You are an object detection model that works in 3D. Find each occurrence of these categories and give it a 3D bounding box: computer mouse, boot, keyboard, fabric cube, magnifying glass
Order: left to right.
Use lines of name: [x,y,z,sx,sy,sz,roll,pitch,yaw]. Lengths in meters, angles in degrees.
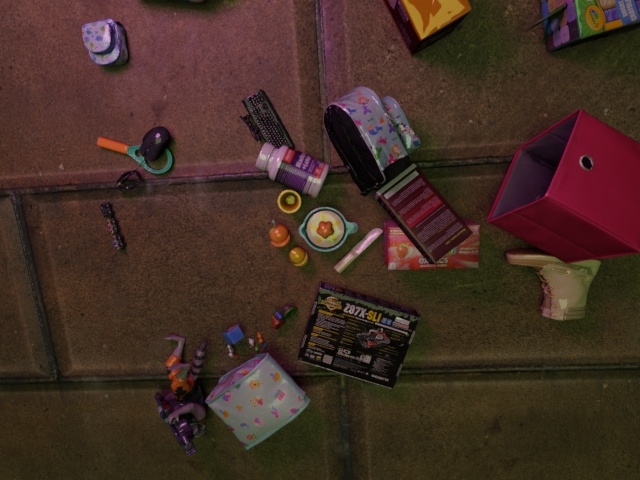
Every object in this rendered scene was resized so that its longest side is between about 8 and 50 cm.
magnifying glass: [-0.556,-0.266,1.297,0.231,0.026,0.092,17,104,1]
computer mouse: [-0.530,-0.238,1.270,0.071,0.041,0.242,40,103,-7]
keyboard: [-0.163,-0.331,1.246,0.100,0.038,0.191,-29,98,10]
boot: [0.665,0.129,1.262,0.262,0.095,0.203,5,104,-1]
fabric cube: [0.637,-0.119,1.086,0.258,0.259,0.254,29,77,-2]

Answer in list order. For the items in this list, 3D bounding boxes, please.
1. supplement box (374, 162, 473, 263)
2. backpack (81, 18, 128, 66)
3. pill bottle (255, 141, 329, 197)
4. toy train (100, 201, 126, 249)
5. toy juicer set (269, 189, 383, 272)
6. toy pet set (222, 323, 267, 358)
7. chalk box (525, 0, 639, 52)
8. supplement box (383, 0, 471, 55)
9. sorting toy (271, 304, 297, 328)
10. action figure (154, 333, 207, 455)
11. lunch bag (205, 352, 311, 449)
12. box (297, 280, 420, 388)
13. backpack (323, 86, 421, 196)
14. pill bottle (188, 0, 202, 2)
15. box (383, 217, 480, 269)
supplement box: [0.269,-0.069,1.138,0.130,0.073,0.239,-38,83,-1]
backpack: [-0.605,-0.552,1.205,0.105,0.084,0.114,-6,105,8]
pill bottle: [-0.081,-0.205,1.226,0.194,0.108,0.108,23,103,-6]
toy train: [-0.654,-0.043,1.354,0.036,0.027,0.158,-13,101,11]
toy juicer set: [0.000,0.000,1.278,0.329,0.089,0.209,24,99,-4]
toy pet set: [-0.255,0.329,1.389,0.122,0.065,0.114,-25,100,9]
chalk box: [0.660,-0.587,1.054,0.289,0.180,0.178,-13,102,6]
supplement box: [0.253,-0.598,1.073,0.129,0.194,0.191,-29,99,10]
sorting toy: [-0.125,0.236,1.370,0.102,0.061,0.042,-46,61,5]
action figure: [-0.412,0.504,1.363,0.179,0.341,0.329,-16,113,-32]
lunch bag: [-0.191,0.496,1.376,0.262,0.160,0.223,-37,97,17]
box: [0.115,0.296,1.349,0.323,0.079,0.256,16,102,0]
backpack: [0.126,-0.277,1.145,0.191,0.225,0.253,-39,95,-11]
pill bottle: [-0.385,-0.709,1.121,0.265,0.146,0.146,9,103,3]
box: [0.314,0.008,1.241,0.257,0.122,0.128,-1,102,3]
